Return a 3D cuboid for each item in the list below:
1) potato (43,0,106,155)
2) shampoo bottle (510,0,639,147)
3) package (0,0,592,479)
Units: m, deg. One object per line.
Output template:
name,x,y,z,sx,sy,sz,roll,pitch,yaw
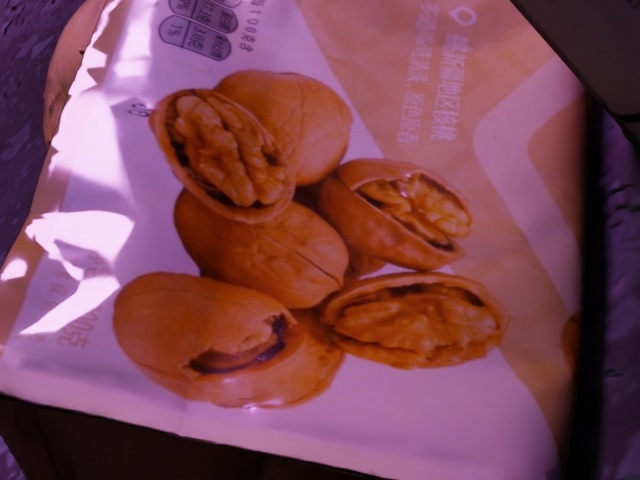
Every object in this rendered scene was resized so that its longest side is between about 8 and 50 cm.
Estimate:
potato,-0.073,-0.116,1.024,0.234,0.128,0.161,-49,30,-17
shampoo bottle,0.081,-0.146,0.693,0.085,0.262,0.085,-34,30,23
package,-0.010,0.022,0.757,0.311,0.221,0.165,-80,2,-45
